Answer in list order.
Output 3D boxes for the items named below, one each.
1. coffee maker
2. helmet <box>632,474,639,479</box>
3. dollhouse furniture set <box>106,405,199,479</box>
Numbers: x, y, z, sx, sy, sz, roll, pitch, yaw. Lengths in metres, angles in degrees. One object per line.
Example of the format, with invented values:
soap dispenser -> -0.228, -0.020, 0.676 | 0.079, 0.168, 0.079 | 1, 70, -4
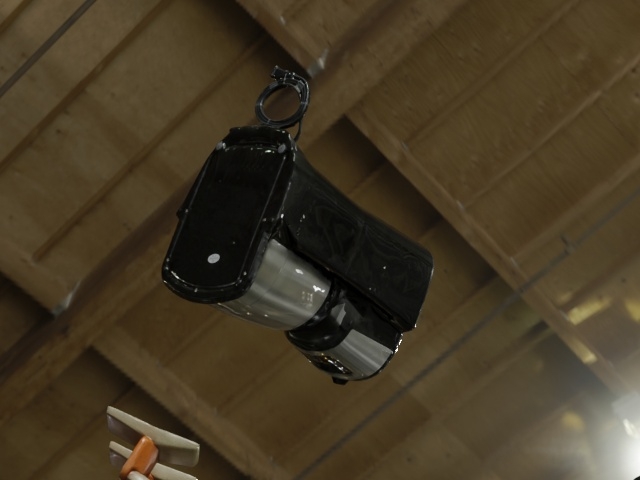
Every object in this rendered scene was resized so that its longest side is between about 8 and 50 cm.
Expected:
coffee maker -> 0.000, 0.000, 0.772 | 0.178, 0.120, 0.171 | 33, -85, -44
helmet -> 0.354, 0.300, 0.980 | 0.169, 0.169, 0.161 | -30, -54, 8
dollhouse furniture set -> -0.233, 0.307, 0.950 | 0.135, 0.262, 0.259 | 24, -35, 8
